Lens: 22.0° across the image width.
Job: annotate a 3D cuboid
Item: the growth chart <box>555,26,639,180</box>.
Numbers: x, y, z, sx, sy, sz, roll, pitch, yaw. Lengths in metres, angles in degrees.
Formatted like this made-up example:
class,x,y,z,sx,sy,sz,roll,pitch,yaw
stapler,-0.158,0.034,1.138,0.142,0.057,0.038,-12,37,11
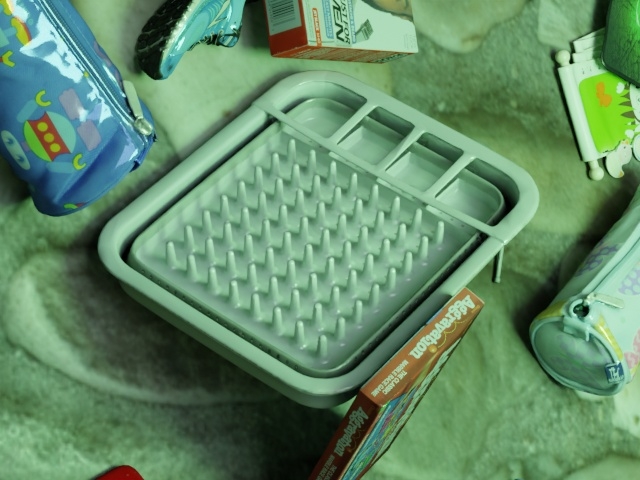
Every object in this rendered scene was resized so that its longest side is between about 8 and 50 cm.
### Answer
class,x,y,z,sx,sy,sz,roll,pitch,yaw
growth chart,0.355,-0.177,1.873,0.237,0.021,0.172,-32,102,-35

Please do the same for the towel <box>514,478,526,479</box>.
class,x,y,z,sx,sy,sz,roll,pitch,yaw
towel,0.281,0.385,1.715,0.285,0.034,0.209,26,70,-29

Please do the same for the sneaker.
class,x,y,z,sx,sy,sz,roll,pitch,yaw
sneaker,-0.102,-0.199,1.507,0.073,0.063,0.162,50,57,-23

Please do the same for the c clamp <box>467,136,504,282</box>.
class,x,y,z,sx,sy,sz,roll,pitch,yaw
c clamp,0.140,-0.046,1.687,0.161,0.022,0.137,23,69,-32

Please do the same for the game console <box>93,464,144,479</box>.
class,x,y,z,sx,sy,sz,roll,pitch,yaw
game console,-0.190,0.281,1.390,0.144,0.085,0.124,-27,68,-37

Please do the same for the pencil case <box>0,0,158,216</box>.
class,x,y,z,sx,sy,sz,roll,pitch,yaw
pencil case,-0.243,-0.160,1.316,0.306,0.133,0.119,59,30,-30

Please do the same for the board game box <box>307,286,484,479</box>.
class,x,y,z,sx,sy,sz,roll,pitch,yaw
board game box,0.049,0.158,1.438,0.027,0.281,0.145,40,56,10

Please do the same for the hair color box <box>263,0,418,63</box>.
class,x,y,z,sx,sy,sz,roll,pitch,yaw
hair color box,0.019,-0.223,1.588,0.167,0.053,0.093,-5,85,-51

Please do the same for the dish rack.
class,x,y,z,sx,sy,sz,roll,pitch,yaw
dish rack,0.000,0.000,1.463,0.333,0.285,0.072,-42,151,-35

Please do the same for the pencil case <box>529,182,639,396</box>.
class,x,y,z,sx,sy,sz,roll,pitch,yaw
pencil case,0.330,0.040,1.757,0.273,0.113,0.124,-46,132,-34

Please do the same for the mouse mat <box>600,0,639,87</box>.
class,x,y,z,sx,sy,sz,roll,pitch,yaw
mouse mat,0.385,-0.258,1.888,0.153,0.007,0.189,22,70,-33
